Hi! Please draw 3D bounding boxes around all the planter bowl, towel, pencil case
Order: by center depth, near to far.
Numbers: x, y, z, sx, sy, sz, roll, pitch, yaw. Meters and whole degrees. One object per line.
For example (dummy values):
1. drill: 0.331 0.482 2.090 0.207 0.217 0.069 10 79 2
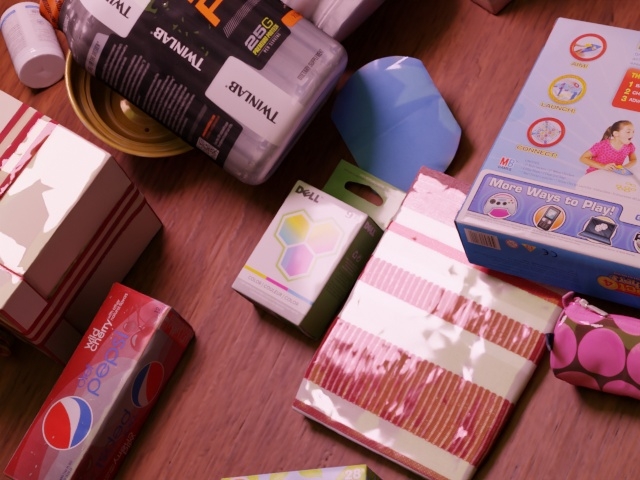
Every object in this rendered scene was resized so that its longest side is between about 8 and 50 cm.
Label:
1. pencil case: 0.342 0.119 1.531 0.209 0.095 0.098 12 106 23
2. towel: 0.140 0.095 1.669 0.237 0.037 0.329 24 78 28
3. planter bowl: -0.221 -0.195 1.911 0.217 0.090 0.217 3 73 -11

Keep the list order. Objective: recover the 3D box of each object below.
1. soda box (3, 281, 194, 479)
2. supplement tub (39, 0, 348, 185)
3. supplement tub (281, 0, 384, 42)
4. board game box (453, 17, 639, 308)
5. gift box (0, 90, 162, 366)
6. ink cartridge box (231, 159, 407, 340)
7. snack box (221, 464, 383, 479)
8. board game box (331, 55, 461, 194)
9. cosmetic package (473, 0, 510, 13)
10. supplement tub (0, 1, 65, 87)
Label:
1. soda box: -0.258 0.189 1.757 0.092 0.083 0.263 22 74 29
2. supplement tub: -0.153 -0.237 1.779 0.338 0.207 0.207 35 80 0
3. supplement tub: -0.028 -0.393 1.838 0.272 0.191 0.191 44 86 2
4. board game box: 0.347 -0.081 1.609 0.308 0.086 0.302 16 62 27
5. gift box: -0.388 -0.012 1.818 0.276 0.255 0.258 27 75 25
6. ink cartridge box: 0.000 0.000 1.750 0.109 0.062 0.209 29 82 31
7. snack box: -0.022 0.353 1.585 0.174 0.070 0.207 -9 60 19
8. board game box: 0.097 -0.138 1.798 0.133 0.033 0.169 -34 77 19
9. cosmetic package: 0.168 -0.423 1.762 0.129 0.296 0.153 -43 56 -4
10. supplement tub: -0.398 -0.271 2.056 0.071 0.071 0.107 -29 57 7
